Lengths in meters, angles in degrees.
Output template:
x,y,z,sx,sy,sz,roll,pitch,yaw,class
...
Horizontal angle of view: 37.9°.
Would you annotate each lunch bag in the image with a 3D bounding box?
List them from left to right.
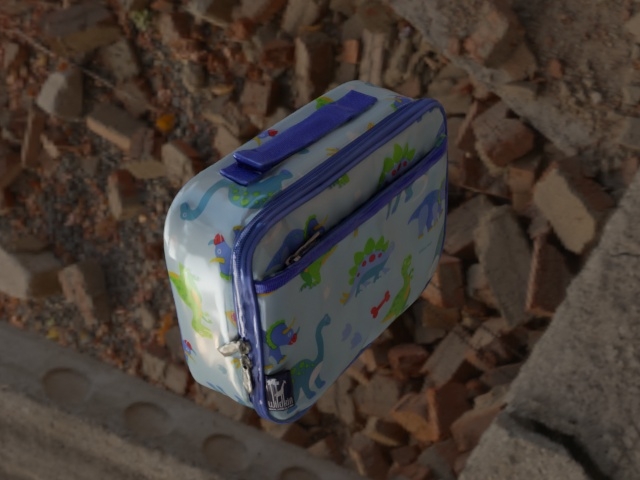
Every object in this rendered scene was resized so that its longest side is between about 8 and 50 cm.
x,y,z,sx,sy,sz,roll,pitch,yaw,class
0.000,0.000,0.622,0.090,0.219,0.176,23,133,32,lunch bag
